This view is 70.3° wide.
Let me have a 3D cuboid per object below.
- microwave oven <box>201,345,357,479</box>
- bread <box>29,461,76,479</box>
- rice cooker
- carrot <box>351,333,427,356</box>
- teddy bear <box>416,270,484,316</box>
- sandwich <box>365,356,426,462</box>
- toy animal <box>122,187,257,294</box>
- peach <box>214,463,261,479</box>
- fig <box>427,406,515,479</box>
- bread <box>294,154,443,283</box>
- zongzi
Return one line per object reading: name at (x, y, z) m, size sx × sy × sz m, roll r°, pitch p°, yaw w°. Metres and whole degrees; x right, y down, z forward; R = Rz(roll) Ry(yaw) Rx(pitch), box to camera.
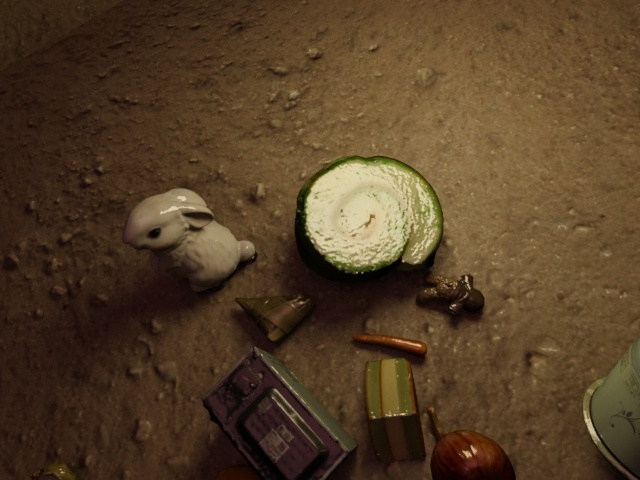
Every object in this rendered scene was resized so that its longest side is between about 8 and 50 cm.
microwave oven at (-0.090, 0.412, 1.005) m, size 0.181 × 0.237 × 0.295 m, roll -45°, pitch 69°, yaw -7°
bread at (-0.647, 0.666, 1.107) m, size 0.128 × 0.088 × 0.231 m, roll -20°, pitch 70°, yaw 14°
rice cooker at (0.661, 0.325, 0.842) m, size 0.265 × 0.316 × 0.316 m, roll 10°, pitch 69°, yaw 5°
carrot at (0.169, 0.254, 1.127) m, size 0.190 × 0.037 × 0.037 m, roll 7°, pitch 68°, yaw 20°
teddy bear at (0.325, 0.125, 1.121) m, size 0.161 × 0.078 × 0.119 m, roll 17°, pitch 68°, yaw 21°
sandwich at (0.172, 0.394, 1.073) m, size 0.117 × 0.144 × 0.187 m, roll -9°, pitch 29°, yaw 9°
toy animal at (-0.341, -0.004, 1.181) m, size 0.258 × 0.357 × 0.193 m, roll -29°, pitch 61°, yaw -2°
peach at (-0.163, 0.581, 0.995) m, size 0.179 × 0.103 × 0.179 m, roll 12°, pitch 110°, yaw 34°
fig at (0.299, 0.469, 0.951) m, size 0.175 × 0.207 × 0.174 m, roll -1°, pitch 93°, yaw -13°
bread at (0.127, -0.042, 1.173) m, size 0.382 × 0.129 × 0.366 m, roll 34°, pitch 67°, yaw 9°
zongzi at (-0.118, 0.165, 1.210) m, size 0.160 × 0.078 × 0.176 m, roll -39°, pitch 60°, yaw -11°
